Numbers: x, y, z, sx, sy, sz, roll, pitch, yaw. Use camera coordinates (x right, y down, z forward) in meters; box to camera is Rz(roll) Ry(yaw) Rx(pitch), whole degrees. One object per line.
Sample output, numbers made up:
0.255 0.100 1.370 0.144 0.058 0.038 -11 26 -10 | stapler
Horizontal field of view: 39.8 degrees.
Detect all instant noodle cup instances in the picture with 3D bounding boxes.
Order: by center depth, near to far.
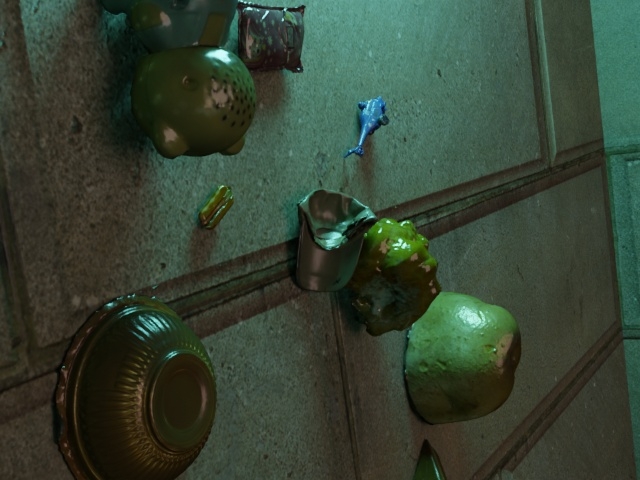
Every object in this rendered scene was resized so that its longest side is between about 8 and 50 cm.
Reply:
-0.204 0.202 1.121 0.274 0.090 0.274 11 77 -57 | instant noodle cup

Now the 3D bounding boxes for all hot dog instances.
-0.154 -0.049 1.289 0.037 0.021 0.083 57 42 -22 | hot dog

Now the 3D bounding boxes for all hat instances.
0.000 0.000 1.500 0.147 0.085 0.175 15 94 -23 | hat

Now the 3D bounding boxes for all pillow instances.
-0.080 -0.324 1.414 0.185 0.043 0.118 -14 105 -54 | pillow

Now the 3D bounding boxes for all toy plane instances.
0.086 -0.216 1.667 0.062 0.054 0.167 36 53 -21 | toy plane

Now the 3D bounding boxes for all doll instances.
-0.172 -0.236 1.148 0.177 0.161 0.261 -10 93 -59 | doll

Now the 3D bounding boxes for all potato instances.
0.306 0.239 1.819 0.242 0.242 0.286 36 60 -51 | potato

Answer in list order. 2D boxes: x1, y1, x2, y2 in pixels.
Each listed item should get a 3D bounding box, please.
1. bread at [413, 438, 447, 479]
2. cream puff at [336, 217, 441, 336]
0.247 0.485 1.816 0.074 0.084 0.139 56 42 -37 | bread
0.130 0.048 1.597 0.195 0.194 0.221 -62 140 -40 | cream puff
